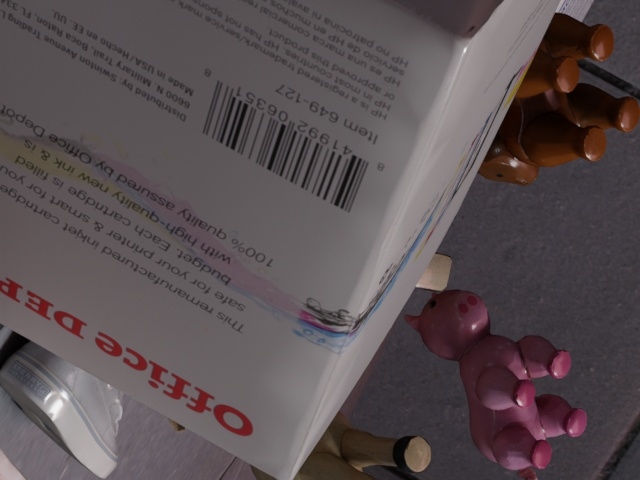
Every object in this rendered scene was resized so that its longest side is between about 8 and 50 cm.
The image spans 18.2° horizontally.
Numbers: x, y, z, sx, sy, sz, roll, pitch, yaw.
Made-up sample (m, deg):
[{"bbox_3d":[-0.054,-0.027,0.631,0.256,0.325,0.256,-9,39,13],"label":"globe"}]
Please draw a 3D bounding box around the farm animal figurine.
[{"bbox_3d":[0.000,0.000,1.032,0.327,0.172,0.330,35,73,-42],"label":"farm animal figurine"}]

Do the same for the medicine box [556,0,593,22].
[{"bbox_3d":[0.160,-0.260,1.510,0.263,0.149,0.289,-61,173,5],"label":"medicine box"}]

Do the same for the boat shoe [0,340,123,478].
[{"bbox_3d":[-0.137,0.085,1.144,0.063,0.066,0.184,-48,160,-12],"label":"boat shoe"}]

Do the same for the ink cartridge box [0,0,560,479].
[{"bbox_3d":[-0.022,-0.072,0.679,0.168,0.171,0.232,-54,171,-41],"label":"ink cartridge box"}]

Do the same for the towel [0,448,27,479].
[{"bbox_3d":[-0.219,0.192,0.694,0.331,0.053,0.317,-58,154,-18],"label":"towel"}]
